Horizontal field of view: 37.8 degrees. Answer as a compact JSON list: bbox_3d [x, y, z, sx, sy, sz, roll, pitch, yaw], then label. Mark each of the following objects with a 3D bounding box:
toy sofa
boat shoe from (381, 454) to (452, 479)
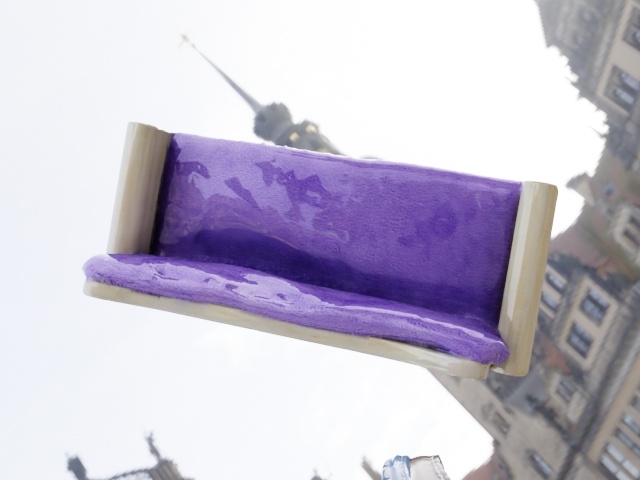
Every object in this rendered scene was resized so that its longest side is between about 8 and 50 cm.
[{"bbox_3d":[0.000,0.000,0.761,0.177,0.363,0.150,9,-89,-73],"label":"toy sofa"},{"bbox_3d":[0.071,0.136,0.343,0.066,0.183,0.066,-20,-65,-2],"label":"boat shoe"}]
